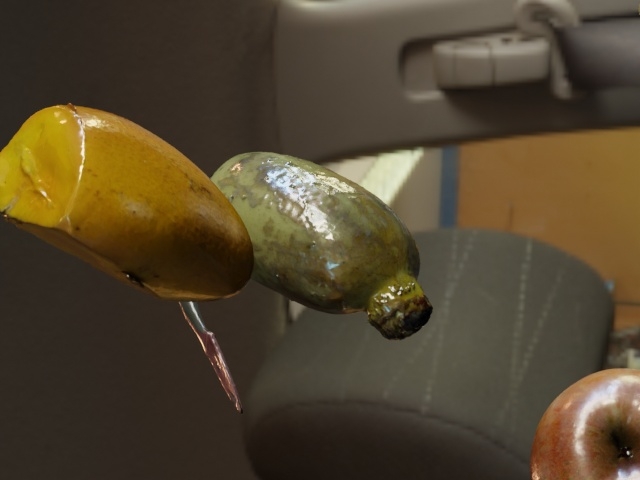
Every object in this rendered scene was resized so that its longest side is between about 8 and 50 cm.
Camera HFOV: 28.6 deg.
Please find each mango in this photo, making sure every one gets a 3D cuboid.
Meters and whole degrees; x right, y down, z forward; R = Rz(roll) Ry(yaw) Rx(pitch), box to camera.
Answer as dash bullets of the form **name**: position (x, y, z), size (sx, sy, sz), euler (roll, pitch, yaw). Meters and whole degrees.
- **mango**: position (-0.165, -0.026, 1.173), size (0.257, 0.187, 0.138), euler (25, -82, -49)

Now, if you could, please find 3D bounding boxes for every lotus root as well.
- **lotus root**: position (0.000, 0.000, 1.357), size (0.173, 0.309, 0.173), euler (-36, -39, -36)

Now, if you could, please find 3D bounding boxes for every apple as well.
- **apple**: position (0.389, 0.291, 1.610), size (0.253, 0.254, 0.253), euler (3, -90, -73)

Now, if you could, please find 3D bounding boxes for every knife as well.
- **knife**: position (-0.150, 0.132, 1.676), size (0.247, 0.018, 0.035), euler (58, 141, 36)

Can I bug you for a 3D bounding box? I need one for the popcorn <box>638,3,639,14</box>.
- **popcorn**: position (0.450, -0.249, 1.274), size (0.212, 0.259, 0.259), euler (49, -141, -26)
